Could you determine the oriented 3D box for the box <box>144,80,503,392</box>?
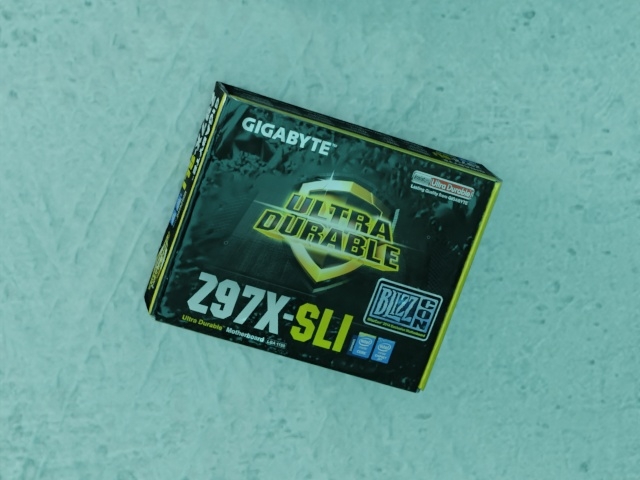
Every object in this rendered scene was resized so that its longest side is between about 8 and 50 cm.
[{"bbox_3d":[0.000,0.000,2.017,0.322,0.079,0.257,17,103,-16],"label":"box"}]
